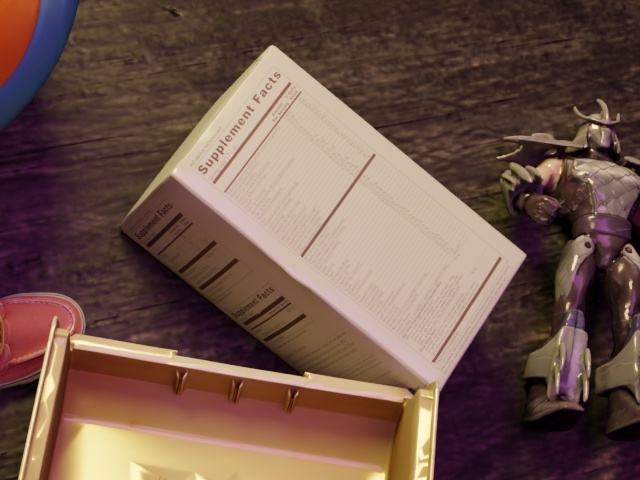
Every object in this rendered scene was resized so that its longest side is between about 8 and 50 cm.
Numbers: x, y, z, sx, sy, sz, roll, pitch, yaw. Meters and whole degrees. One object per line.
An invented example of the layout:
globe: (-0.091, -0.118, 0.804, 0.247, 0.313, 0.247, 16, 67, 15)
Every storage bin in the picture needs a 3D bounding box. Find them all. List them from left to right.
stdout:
storage bin: (-0.067, 0.193, 1.179, 0.262, 0.123, 0.260, 10, 59, -4)

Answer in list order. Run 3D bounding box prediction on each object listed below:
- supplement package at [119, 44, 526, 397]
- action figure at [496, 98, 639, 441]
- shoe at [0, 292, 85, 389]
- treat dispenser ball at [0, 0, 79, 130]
supplement package: (0.000, 0.000, 1.314, 0.244, 0.134, 0.139, 40, 63, -7)
action figure: (0.226, 0.014, 1.428, 0.185, 0.099, 0.285, 8, 66, -11)
shoe: (-0.236, 0.070, 1.222, 0.178, 0.081, 0.063, -15, 80, -26)
treat dispenser ball: (-0.299, -0.185, 1.162, 0.288, 0.288, 0.288, 7, 71, -21)
